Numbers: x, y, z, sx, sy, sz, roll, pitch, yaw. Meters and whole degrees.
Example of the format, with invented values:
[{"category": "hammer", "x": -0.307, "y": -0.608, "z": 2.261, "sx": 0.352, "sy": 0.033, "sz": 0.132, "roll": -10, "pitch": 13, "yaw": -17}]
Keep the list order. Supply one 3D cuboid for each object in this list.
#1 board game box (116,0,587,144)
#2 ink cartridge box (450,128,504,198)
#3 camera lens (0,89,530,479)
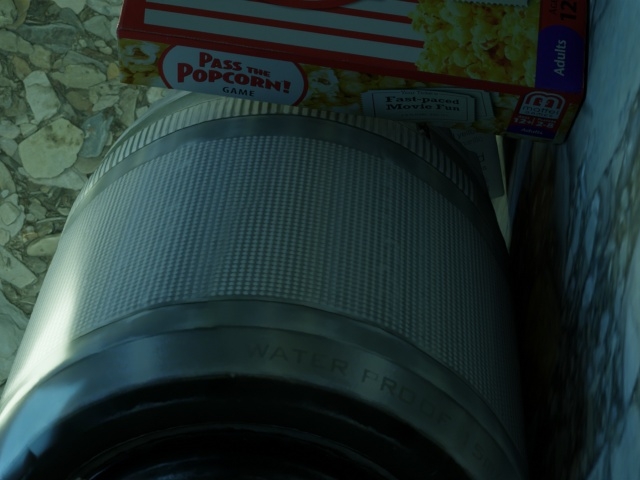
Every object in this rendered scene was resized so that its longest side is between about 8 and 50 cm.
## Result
[{"category": "board game box", "x": 0.018, "y": -0.126, "z": 0.650, "sx": 0.045, "sy": 0.193, "sz": 0.147, "roll": 100, "pitch": 177, "yaw": -63}, {"category": "ink cartridge box", "x": 0.016, "y": -0.113, "z": 0.795, "sx": 0.127, "sy": 0.128, "sz": 0.176, "roll": -99, "pitch": -5, "yaw": -57}, {"category": "camera lens", "x": -0.022, "y": 0.065, "z": 0.652, "sx": 0.274, "sy": 0.219, "sz": 0.219, "roll": -85, "pitch": 3, "yaw": -57}]
